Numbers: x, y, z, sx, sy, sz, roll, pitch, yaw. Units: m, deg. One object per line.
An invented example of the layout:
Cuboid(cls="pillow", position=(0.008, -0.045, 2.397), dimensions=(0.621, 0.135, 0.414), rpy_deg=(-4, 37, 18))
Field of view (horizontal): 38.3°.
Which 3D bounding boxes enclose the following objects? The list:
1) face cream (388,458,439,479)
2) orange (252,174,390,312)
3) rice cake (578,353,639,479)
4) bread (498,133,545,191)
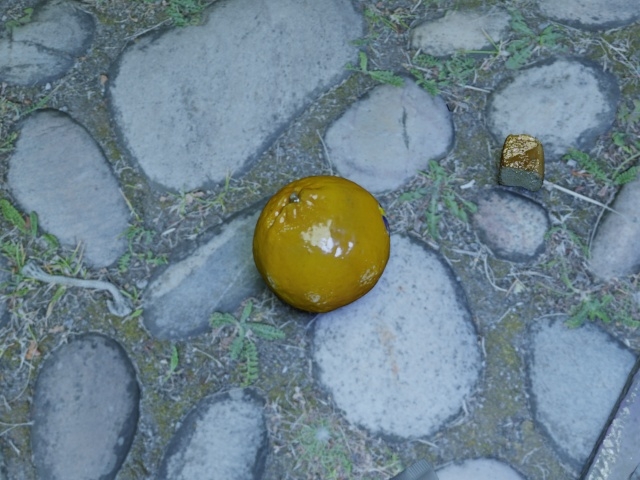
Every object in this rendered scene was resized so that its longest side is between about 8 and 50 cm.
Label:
Cuboid(cls="face cream", position=(0.176, 0.449, 1.233), dimensions=(0.143, 0.089, 0.314), rpy_deg=(-31, 53, -14))
Cuboid(cls="orange", position=(0.001, 0.002, 1.427), dimensions=(0.219, 0.193, 0.219), rpy_deg=(-7, 68, 18))
Cuboid(cls="rice cake", position=(0.436, 0.281, 1.310), dimensions=(0.070, 0.064, 0.399), rpy_deg=(32, 67, 9))
Cuboid(cls="bread", position=(0.337, -0.129, 1.531), dimensions=(0.077, 0.083, 0.070), rpy_deg=(11, 71, 13))
